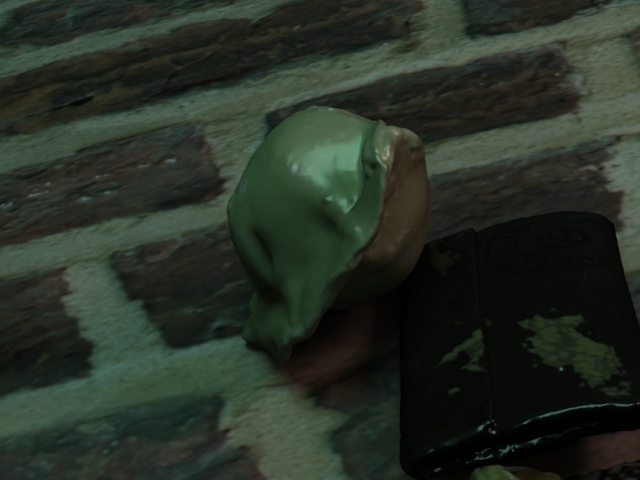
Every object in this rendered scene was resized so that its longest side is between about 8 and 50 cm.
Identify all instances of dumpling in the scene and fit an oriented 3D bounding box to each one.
[{"bbox_3d":[0.000,0.000,1.437,0.193,0.147,0.258,-66,11,-25],"label":"dumpling"}]

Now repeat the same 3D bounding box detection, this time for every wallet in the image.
[{"bbox_3d":[0.136,0.060,1.361,0.170,0.044,0.321,-12,21,7],"label":"wallet"}]

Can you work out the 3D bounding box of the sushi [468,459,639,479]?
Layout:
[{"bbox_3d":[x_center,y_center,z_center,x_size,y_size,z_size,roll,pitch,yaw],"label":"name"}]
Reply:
[{"bbox_3d":[0.156,0.201,1.120,0.294,0.059,0.292,-13,29,1],"label":"sushi"}]
